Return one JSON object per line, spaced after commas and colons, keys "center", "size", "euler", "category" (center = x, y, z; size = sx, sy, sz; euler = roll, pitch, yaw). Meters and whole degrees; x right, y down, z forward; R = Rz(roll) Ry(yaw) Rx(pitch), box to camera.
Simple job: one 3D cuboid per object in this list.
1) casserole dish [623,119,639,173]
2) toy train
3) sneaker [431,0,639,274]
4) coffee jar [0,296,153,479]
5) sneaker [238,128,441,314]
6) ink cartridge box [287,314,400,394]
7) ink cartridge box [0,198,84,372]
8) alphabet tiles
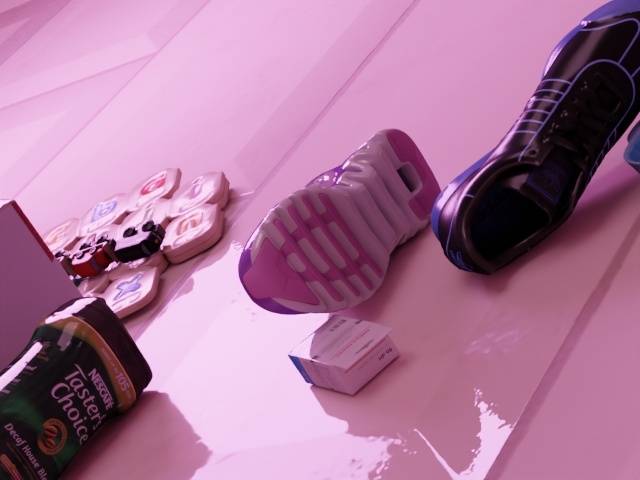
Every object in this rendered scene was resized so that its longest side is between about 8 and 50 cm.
{"center": [0.291, -0.076, 1.271], "size": [0.188, 0.037, 0.114], "euler": [-7, 32, 50], "category": "casserole dish"}
{"center": [-0.208, 0.017, 1.732], "size": [0.158, 0.027, 0.036], "euler": [-17, 38, 31], "category": "toy train"}
{"center": [0.172, -0.068, 1.324], "size": [0.232, 0.081, 0.090], "euler": [-51, 17, 7], "category": "sneaker"}
{"center": [-0.212, 0.128, 1.439], "size": [0.079, 0.096, 0.184], "euler": [-4, 34, 46], "category": "coffee jar"}
{"center": [0.000, 0.000, 1.431], "size": [0.104, 0.095, 0.236], "euler": [-26, 8, 36], "category": "sneaker"}
{"center": [0.020, 0.080, 1.312], "size": [0.048, 0.028, 0.083], "euler": [-40, 21, -20], "category": "ink cartridge box"}
{"center": [-0.320, 0.046, 1.684], "size": [0.127, 0.128, 0.176], "euler": [-44, 25, -24], "category": "ink cartridge box"}
{"center": [-0.212, 0.028, 1.775], "size": [0.284, 0.021, 0.278], "euler": [-27, 24, 14], "category": "alphabet tiles"}
